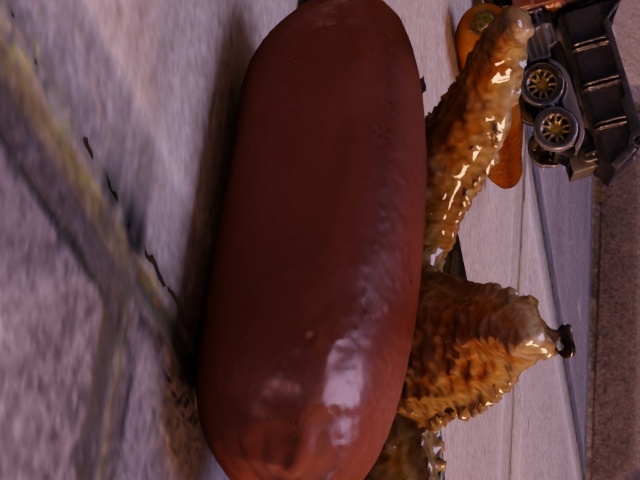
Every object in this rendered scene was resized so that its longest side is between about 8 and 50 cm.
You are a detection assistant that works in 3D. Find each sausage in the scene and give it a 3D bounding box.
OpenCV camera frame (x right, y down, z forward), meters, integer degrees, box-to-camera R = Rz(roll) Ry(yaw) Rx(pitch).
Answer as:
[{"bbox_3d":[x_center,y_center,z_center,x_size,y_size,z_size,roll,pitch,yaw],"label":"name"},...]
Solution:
[{"bbox_3d":[0.000,0.000,0.583,0.077,0.077,0.194,71,23,-56],"label":"sausage"}]

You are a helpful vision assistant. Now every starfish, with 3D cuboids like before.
[{"bbox_3d":[0.032,0.049,0.671,0.302,0.060,0.299,106,-11,-56],"label":"starfish"}]

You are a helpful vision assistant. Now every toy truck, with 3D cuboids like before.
[{"bbox_3d":[0.183,-0.135,1.289,0.083,0.092,0.192,64,11,-81],"label":"toy truck"}]

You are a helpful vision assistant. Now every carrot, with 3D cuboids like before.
[{"bbox_3d":[0.124,-0.095,1.239,0.248,0.043,0.043,70,23,-63],"label":"carrot"}]

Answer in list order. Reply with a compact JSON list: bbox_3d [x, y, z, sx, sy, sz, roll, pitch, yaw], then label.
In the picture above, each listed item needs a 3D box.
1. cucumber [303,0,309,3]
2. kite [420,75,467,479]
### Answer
[{"bbox_3d":[0.017,-0.072,0.757,0.107,0.035,0.067,46,46,-70],"label":"cucumber"},{"bbox_3d":[0.055,0.043,0.865,0.323,0.013,0.268,92,-4,-76],"label":"kite"}]
